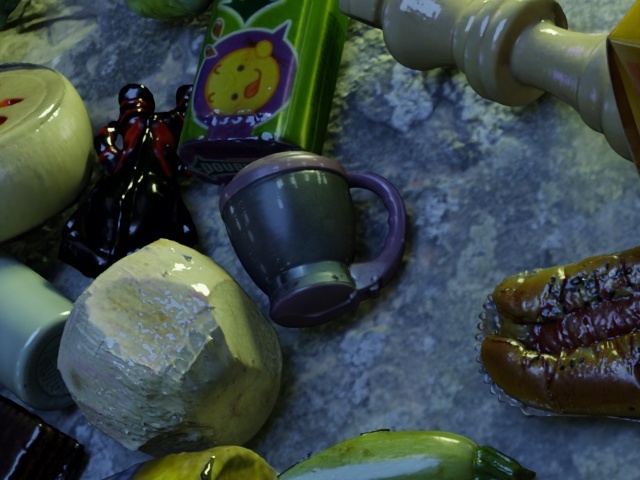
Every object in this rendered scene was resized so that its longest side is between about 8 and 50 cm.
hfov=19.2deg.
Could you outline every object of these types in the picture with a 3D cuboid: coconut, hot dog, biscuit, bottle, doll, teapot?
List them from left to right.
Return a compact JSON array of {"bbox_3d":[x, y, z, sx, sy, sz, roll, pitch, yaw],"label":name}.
[{"bbox_3d":[-0.380,0.164,1.811,0.388,0.073,0.107,24,80,40],"label":"biscuit"},{"bbox_3d":[-0.310,0.065,1.802,0.245,0.104,0.104,30,83,41],"label":"bottle"},{"bbox_3d":[-0.166,-0.040,1.785,0.127,0.088,0.249,-20,47,32],"label":"doll"},{"bbox_3d":[-0.134,0.094,1.621,0.194,0.194,0.194,-16,56,25],"label":"coconut"},{"bbox_3d":[-0.006,0.005,1.650,0.116,0.148,0.146,-49,49,50],"label":"teapot"},{"bbox_3d":[0.244,0.069,1.448,0.268,0.075,0.144,-11,55,25],"label":"hot dog"}]

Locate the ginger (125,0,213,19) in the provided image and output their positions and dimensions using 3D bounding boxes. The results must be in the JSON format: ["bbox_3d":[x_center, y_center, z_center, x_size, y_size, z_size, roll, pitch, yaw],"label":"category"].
[{"bbox_3d":[-0.126,-0.346,1.936,0.137,0.089,0.290,-34,40,42],"label":"ginger"}]

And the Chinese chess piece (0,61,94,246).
[{"bbox_3d":[-0.343,-0.081,1.845,0.249,0.103,0.250,-11,29,6],"label":"Chinese chess piece"}]

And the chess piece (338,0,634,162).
[{"bbox_3d":[0.165,-0.169,1.622,0.397,0.117,0.117,27,80,42],"label":"chess piece"}]

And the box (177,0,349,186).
[{"bbox_3d":[-0.035,-0.220,1.794,0.134,0.097,0.346,-2,62,24],"label":"box"}]

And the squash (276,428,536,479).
[{"bbox_3d":[0.069,0.187,1.499,0.200,0.090,0.075,-14,24,11],"label":"squash"}]

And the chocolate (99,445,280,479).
[{"bbox_3d":[-0.230,0.291,1.575,0.445,0.162,0.162,-18,55,25],"label":"chocolate"}]

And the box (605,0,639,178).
[{"bbox_3d":[0.372,-0.124,1.312,0.213,0.260,0.283,19,58,38],"label":"box"}]

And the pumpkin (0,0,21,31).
[{"bbox_3d":[-0.433,-0.334,2.008,0.197,0.263,0.293,-42,90,3],"label":"pumpkin"}]
